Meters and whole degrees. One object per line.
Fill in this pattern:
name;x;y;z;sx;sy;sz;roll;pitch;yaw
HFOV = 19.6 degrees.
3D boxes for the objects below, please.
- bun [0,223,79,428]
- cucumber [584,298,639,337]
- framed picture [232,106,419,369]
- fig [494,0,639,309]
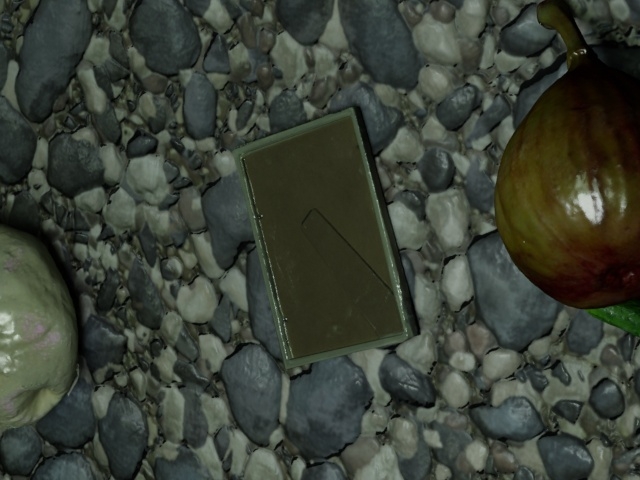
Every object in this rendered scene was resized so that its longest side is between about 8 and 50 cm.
bun;-0.414;0.105;2.275;0.273;0.168;0.272;8;101;46
cucumber;0.314;0.080;1.761;0.168;0.039;0.039;25;111;36
framed picture;0.000;0.000;2.013;0.189;0.023;0.259;-18;85;39
fig;0.244;-0.103;1.707;0.217;0.217;0.320;-38;53;36
